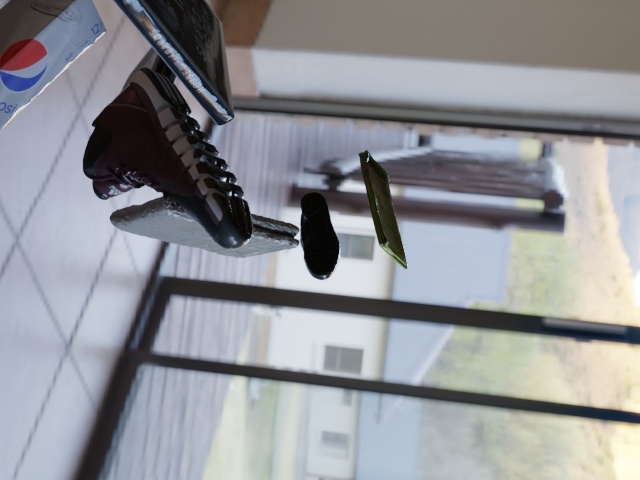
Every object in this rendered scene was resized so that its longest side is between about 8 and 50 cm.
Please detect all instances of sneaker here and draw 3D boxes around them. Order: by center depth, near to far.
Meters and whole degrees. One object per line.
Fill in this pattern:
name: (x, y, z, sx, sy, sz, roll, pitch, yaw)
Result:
sneaker: (-0.208, -0.073, 1.375, 0.281, 0.163, 0.106, 59, 14, 22)
sneaker: (-0.003, 0.000, 1.501, 0.089, 0.051, 0.170, 88, -5, -55)

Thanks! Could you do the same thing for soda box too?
soda box: (-0.453, -0.264, 1.559, 0.286, 0.098, 0.091, -48, 151, -19)

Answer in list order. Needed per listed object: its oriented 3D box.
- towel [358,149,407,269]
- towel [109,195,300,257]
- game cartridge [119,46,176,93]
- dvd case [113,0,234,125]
towel: (0.124, -0.061, 2.041, 0.102, 0.021, 0.237, 39, 31, -44)
towel: (-0.190, -0.024, 1.807, 0.282, 0.187, 0.049, 15, 73, -37)
game cartridge: (-0.341, -0.277, 2.042, 0.198, 0.062, 0.297, -38, -152, 34)
dvd case: (-0.175, -0.269, 1.239, 0.238, 0.030, 0.179, 50, 23, -48)
